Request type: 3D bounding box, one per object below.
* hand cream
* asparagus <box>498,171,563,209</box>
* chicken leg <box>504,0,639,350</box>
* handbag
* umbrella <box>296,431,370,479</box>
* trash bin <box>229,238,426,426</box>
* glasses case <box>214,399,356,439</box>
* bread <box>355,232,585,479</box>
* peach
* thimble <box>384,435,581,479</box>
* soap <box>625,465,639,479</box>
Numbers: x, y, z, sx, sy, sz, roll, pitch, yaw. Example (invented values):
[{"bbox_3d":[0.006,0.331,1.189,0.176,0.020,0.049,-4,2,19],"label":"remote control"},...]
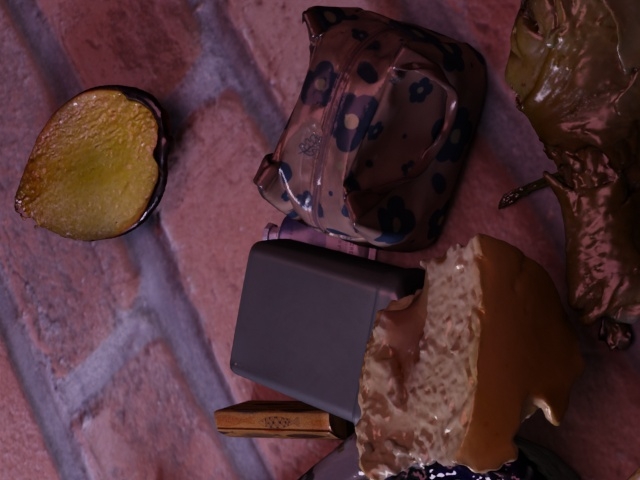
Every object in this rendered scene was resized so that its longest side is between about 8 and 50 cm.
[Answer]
[{"bbox_3d":[0.000,0.000,1.794,0.142,0.053,0.084,6,89,28],"label":"hand cream"},{"bbox_3d":[0.232,-0.058,1.637,0.114,0.014,0.015,-22,55,35],"label":"asparagus"},{"bbox_3d":[0.281,-0.103,1.528,0.201,0.153,0.429,-4,91,30],"label":"chicken leg"},{"bbox_3d":[0.048,-0.118,1.661,0.190,0.193,0.251,20,95,27],"label":"handbag"},{"bbox_3d":[-0.038,0.326,1.776,0.337,0.067,0.073,-42,51,28],"label":"umbrella"},{"bbox_3d":[0.025,0.102,1.706,0.236,0.101,0.176,16,103,30],"label":"trash bin"},{"bbox_3d":[-0.037,0.208,1.788,0.170,0.064,0.041,-3,94,37],"label":"glasses case"},{"bbox_3d":[0.163,0.136,1.535,0.183,0.211,0.224,-17,63,44],"label":"bread"},{"bbox_3d":[-0.280,-0.092,2.006,0.279,0.068,0.189,-21,81,33],"label":"peach"},{"bbox_3d":[0.168,0.307,1.566,0.237,0.150,0.237,-5,81,36],"label":"thimble"},{"bbox_3d":[0.356,0.206,1.416,0.089,0.173,0.274,47,114,23],"label":"soap"}]
